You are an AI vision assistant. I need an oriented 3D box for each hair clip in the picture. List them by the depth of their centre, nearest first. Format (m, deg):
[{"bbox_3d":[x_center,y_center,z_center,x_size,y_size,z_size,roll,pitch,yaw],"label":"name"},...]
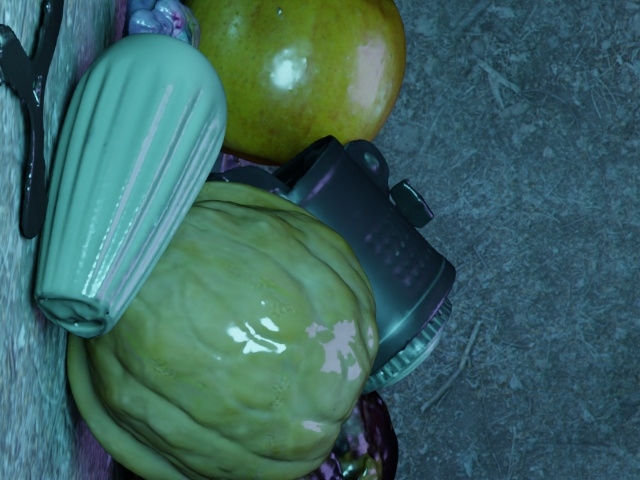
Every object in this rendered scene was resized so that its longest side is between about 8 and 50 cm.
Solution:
[{"bbox_3d":[-0.152,-0.217,1.442,0.137,0.090,0.278,-12,106,-80],"label":"hair clip"}]

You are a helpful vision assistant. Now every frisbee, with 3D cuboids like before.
[{"bbox_3d":[-0.209,-0.117,1.120,0.187,0.012,0.211,81,14,-78],"label":"frisbee"}]

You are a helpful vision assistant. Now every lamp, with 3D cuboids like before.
[{"bbox_3d":[0.007,0.038,1.684,0.374,0.205,0.272,-25,81,-54],"label":"lamp"}]

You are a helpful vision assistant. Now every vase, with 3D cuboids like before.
[{"bbox_3d":[-0.158,-0.043,1.254,0.128,0.128,0.248,91,13,-60],"label":"vase"}]

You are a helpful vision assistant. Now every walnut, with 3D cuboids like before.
[{"bbox_3d":[-0.086,0.088,1.396,0.296,0.285,0.285,152,-57,-77],"label":"walnut"}]

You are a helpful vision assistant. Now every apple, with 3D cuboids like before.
[{"bbox_3d":[-0.042,-0.214,1.928,0.299,0.299,0.275,88,14,-75],"label":"apple"}]

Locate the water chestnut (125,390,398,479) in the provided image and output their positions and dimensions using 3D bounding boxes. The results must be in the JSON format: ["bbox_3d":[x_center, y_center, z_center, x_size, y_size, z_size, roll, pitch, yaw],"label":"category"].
[{"bbox_3d":[-0.098,0.257,1.851,0.335,0.347,0.335,-25,129,-37],"label":"water chestnut"}]

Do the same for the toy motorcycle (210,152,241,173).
[{"bbox_3d":[-0.144,-0.114,2.195,0.152,0.073,0.225,87,7,-67],"label":"toy motorcycle"}]
